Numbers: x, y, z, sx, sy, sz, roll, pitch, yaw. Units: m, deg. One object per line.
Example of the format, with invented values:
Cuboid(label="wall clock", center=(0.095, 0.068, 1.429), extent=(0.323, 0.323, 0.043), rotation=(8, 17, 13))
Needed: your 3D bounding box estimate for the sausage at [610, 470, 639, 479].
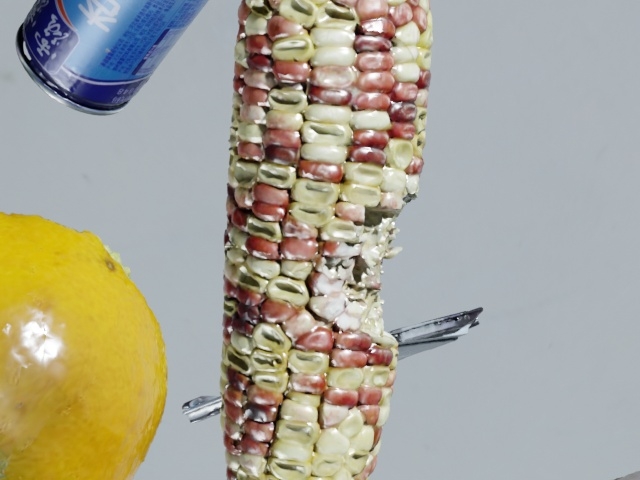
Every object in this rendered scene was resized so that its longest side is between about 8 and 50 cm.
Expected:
Cuboid(label="sausage", center=(0.239, 0.281, 1.251), extent=(0.123, 0.123, 0.253), rotation=(-34, 89, -1))

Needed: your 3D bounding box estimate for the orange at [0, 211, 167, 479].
Cuboid(label="orange", center=(-0.132, 0.068, 0.713), extent=(0.160, 0.112, 0.170), rotation=(-16, 112, -11))

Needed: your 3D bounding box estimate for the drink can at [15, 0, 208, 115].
Cuboid(label="drink can", center=(-0.105, -0.192, 1.231), extent=(0.097, 0.097, 0.235), rotation=(48, 126, 9))

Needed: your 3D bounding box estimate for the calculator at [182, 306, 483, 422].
Cuboid(label="calculator", center=(0.008, 0.117, 1.748), extent=(0.274, 0.166, 0.028), rotation=(-24, 79, 38))

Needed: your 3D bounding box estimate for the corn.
Cuboid(label="corn", center=(0.000, 0.000, 0.898), extent=(0.098, 0.098, 0.290), rotation=(4, 96, 5))
